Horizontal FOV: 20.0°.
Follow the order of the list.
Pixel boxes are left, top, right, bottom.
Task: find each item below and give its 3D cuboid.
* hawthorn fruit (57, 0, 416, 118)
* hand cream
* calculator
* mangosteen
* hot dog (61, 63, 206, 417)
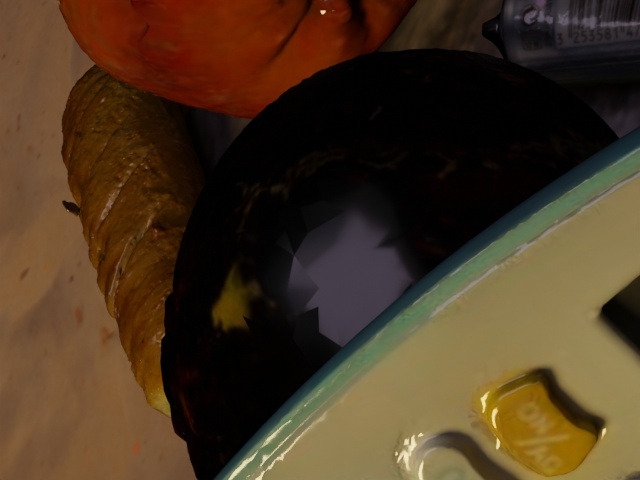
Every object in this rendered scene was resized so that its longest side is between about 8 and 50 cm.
[{"bbox_3d":[-0.055,-0.180,0.973,0.211,0.211,0.299,-56,26,6],"label":"hawthorn fruit"},{"bbox_3d":[0.175,-0.100,0.781,0.235,0.055,0.086,-4,67,39],"label":"hand cream"},{"bbox_3d":[0.099,0.113,0.574,0.386,0.256,0.054,-43,16,16],"label":"calculator"},{"bbox_3d":[0.072,0.036,0.691,0.265,0.228,0.228,-6,56,5],"label":"mangosteen"},{"bbox_3d":[-0.094,-0.013,1.016,0.088,0.061,0.286,-39,43,9],"label":"hot dog"}]
